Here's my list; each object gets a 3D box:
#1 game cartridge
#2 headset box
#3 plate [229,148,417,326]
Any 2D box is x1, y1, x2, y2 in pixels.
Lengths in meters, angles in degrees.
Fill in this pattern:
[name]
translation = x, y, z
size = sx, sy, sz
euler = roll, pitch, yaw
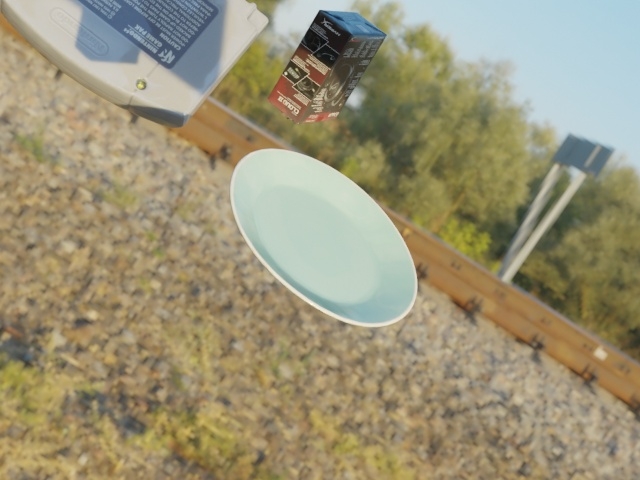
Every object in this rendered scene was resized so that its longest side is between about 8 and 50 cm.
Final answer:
[game cartridge]
translation = -0.229, -0.267, 1.207
size = 0.294, 0.196, 0.060
euler = 38, -25, -4
[headset box]
translation = 0.003, -0.119, 0.766
size = 0.032, 0.083, 0.062
euler = 41, 25, 16
[plate]
translation = 0.000, 0.000, 0.901
size = 0.188, 0.024, 0.188
euler = 26, 37, -22
